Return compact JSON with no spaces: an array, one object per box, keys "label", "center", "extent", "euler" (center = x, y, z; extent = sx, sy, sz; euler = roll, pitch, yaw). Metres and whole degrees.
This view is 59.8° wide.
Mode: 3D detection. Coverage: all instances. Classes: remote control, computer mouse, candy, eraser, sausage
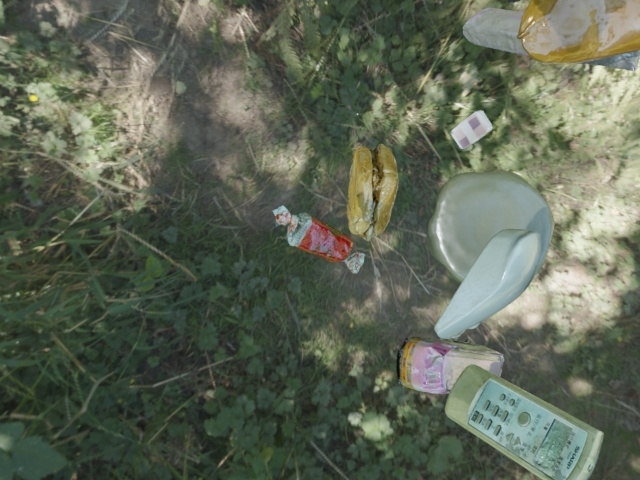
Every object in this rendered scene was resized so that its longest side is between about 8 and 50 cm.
[{"label":"remote control","center":[0.290,0.270,0.825],"extent":[0.038,0.233,0.098],"euler":[32,85,-38]},{"label":"computer mouse","center":[0.275,0.080,0.892],"extent":[0.079,0.128,0.231],"euler":[43,119,31]},{"label":"candy","center":[0.001,-0.001,1.337],"extent":[0.292,0.059,0.086],"euler":[27,93,-32]},{"label":"eraser","center":[0.409,-0.299,1.506],"extent":[0.065,0.026,0.105],"euler":[58,139,6]},{"label":"sausage","center":[0.463,-0.350,0.835],"extent":[0.353,0.116,0.134],"euler":[-9,120,2]}]

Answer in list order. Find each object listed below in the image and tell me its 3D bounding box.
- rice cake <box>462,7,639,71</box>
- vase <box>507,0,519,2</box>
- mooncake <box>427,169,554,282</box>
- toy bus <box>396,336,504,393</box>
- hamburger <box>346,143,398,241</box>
[{"label":"rice cake","center":[0.421,-0.388,1.045],"extent":[0.070,0.399,0.064],"euler":[-42,129,-8]},{"label":"vase","center":[0.125,-0.336,0.505],"extent":[0.115,0.115,0.237],"euler":[-43,70,12]},{"label":"mooncake","center":[0.366,-0.024,1.221],"extent":[0.274,0.135,0.275],"euler":[0,92,6]},{"label":"toy bus","center":[0.411,0.389,1.726],"extent":[0.386,0.162,0.171],"euler":[14,79,-42]},{"label":"hamburger","center":[0.159,-0.150,1.722],"extent":[0.144,0.260,0.283],"euler":[5,133,-9]}]
